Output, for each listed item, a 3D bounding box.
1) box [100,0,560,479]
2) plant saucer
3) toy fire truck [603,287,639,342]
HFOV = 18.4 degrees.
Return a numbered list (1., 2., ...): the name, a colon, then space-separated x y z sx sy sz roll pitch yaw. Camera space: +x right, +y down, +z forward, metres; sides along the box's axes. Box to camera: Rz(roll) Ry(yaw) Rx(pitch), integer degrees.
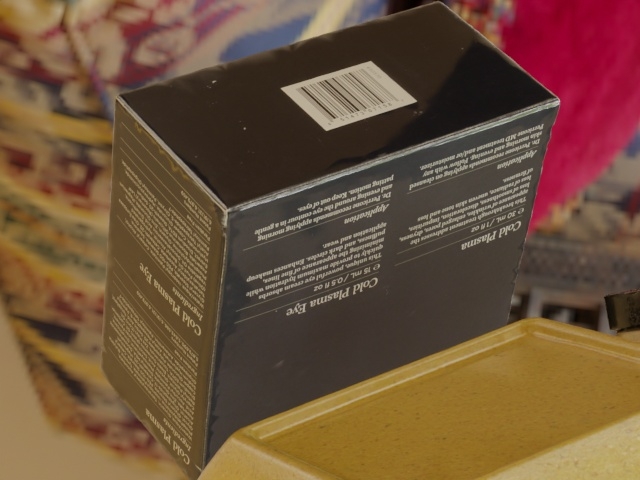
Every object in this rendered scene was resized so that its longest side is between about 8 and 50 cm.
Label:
1. box: 0.000 0.000 1.713 0.343 0.179 0.312 -19 135 -30
2. plant saucer: 0.100 0.132 1.179 0.333 0.081 0.333 -20 -166 -23
3. toy fire truck: 0.370 0.060 1.570 0.246 0.158 0.217 -9 178 25
